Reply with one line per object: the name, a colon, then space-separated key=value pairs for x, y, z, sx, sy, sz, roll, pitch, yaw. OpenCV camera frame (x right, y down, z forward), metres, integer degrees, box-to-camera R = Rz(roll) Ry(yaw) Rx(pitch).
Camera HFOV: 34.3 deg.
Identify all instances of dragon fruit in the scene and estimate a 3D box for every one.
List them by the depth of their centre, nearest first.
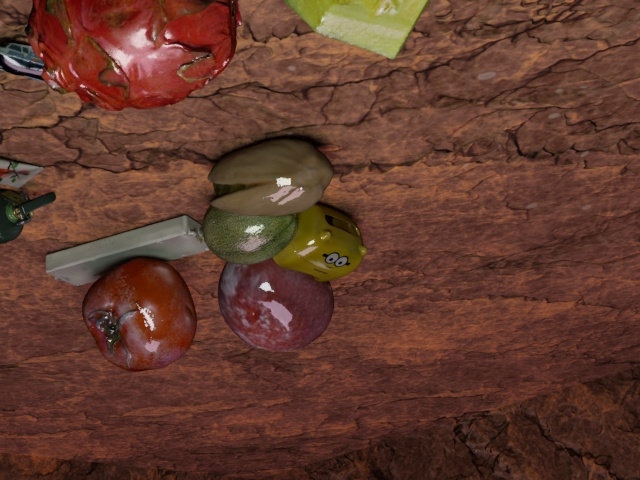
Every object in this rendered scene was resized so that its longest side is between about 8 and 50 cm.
dragon fruit: x=-0.216 y=-0.261 z=1.205 sx=0.252 sy=0.241 sz=0.241 roll=-1 pitch=160 yaw=29

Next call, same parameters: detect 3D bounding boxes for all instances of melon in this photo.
melon: x=0.103 y=-0.349 z=1.201 sx=0.196 sy=0.124 sz=0.323 roll=7 pitch=148 yaw=-27
melon: x=-0.134 y=-0.025 z=1.863 sx=0.192 sy=0.139 sz=0.139 roll=-14 pitch=154 yaw=17

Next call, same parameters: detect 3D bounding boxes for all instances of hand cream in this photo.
hand cream: x=-0.568 y=-0.125 z=1.683 sx=0.080 sy=0.050 sz=0.234 roll=-28 pitch=153 yaw=35

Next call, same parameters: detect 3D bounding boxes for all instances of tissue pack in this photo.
tissue pack: x=0.000 y=0.000 z=1.959 sx=0.127 sy=0.123 sz=0.178 roll=-29 pitch=147 yaw=30

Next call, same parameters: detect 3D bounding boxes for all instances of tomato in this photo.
tomato: x=-0.342 y=0.144 z=2.020 sx=0.232 sy=0.232 sz=0.188 roll=-30 pitch=-175 yaw=44

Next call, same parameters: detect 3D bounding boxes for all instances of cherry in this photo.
cherry: x=-0.092 y=0.113 z=2.090 sx=0.236 sy=0.213 sz=0.285 roll=-8 pitch=141 yaw=14

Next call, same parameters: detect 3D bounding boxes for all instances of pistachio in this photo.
pistachio: x=-0.087 y=-0.102 z=1.726 sx=0.226 sy=0.136 sz=0.136 roll=-8 pitch=157 yaw=22

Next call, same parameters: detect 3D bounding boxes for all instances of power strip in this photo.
power strip: x=-0.372 y=0.021 z=2.040 sx=0.367 sy=0.043 sz=0.106 roll=-14 pitch=156 yaw=22

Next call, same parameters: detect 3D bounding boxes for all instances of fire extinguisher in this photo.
fire extinguisher: x=-0.618 y=-0.028 z=1.831 sx=0.311 sy=0.095 sz=0.114 roll=-14 pitch=-168 yaw=23

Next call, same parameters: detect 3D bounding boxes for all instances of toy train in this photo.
toy train: x=-0.362 y=-0.238 z=1.453 sx=0.207 sy=0.047 sz=0.043 roll=11 pitch=151 yaw=-30
